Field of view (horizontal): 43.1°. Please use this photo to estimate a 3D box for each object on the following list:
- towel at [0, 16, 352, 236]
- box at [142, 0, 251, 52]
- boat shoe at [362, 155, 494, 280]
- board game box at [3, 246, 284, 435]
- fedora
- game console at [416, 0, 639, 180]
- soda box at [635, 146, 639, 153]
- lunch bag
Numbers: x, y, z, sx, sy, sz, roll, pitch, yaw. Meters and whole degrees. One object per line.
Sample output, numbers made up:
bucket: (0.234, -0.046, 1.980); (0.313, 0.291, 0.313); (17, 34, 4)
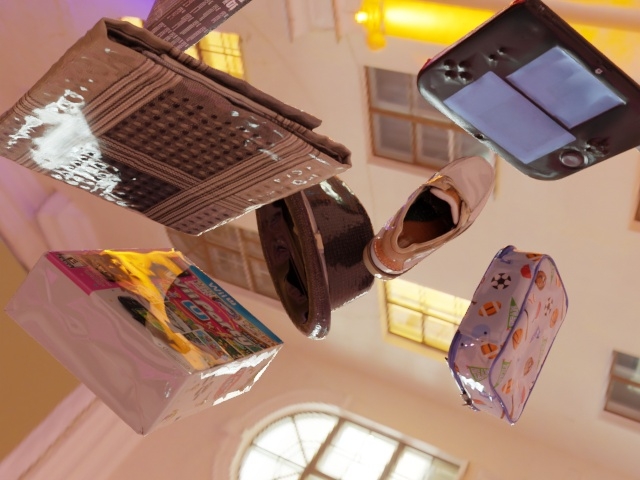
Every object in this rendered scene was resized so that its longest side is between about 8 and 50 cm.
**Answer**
towel: (-0.170, -0.109, 0.885); (0.312, 0.324, 0.056); (25, -119, -36)
box: (-0.161, -0.471, 1.377); (0.076, 0.307, 0.242); (37, -134, -31)
boat shoe: (0.201, -0.048, 1.346); (0.302, 0.113, 0.103); (-44, -1, -27)
board game box: (-0.201, 0.110, 1.014); (0.097, 0.224, 0.303); (-53, -13, 9)
fedora: (0.000, 0.000, 1.428); (0.153, 0.334, 0.334); (-14, -57, -19)
game console: (0.404, -0.263, 1.521); (0.386, 0.342, 0.060); (32, -114, -19)
soda box: (0.685, -0.172, 1.582); (0.071, 0.210, 0.067); (-35, -42, 6)
lunch bag: (0.350, 0.181, 1.505); (0.303, 0.115, 0.243); (-57, -40, -22)
